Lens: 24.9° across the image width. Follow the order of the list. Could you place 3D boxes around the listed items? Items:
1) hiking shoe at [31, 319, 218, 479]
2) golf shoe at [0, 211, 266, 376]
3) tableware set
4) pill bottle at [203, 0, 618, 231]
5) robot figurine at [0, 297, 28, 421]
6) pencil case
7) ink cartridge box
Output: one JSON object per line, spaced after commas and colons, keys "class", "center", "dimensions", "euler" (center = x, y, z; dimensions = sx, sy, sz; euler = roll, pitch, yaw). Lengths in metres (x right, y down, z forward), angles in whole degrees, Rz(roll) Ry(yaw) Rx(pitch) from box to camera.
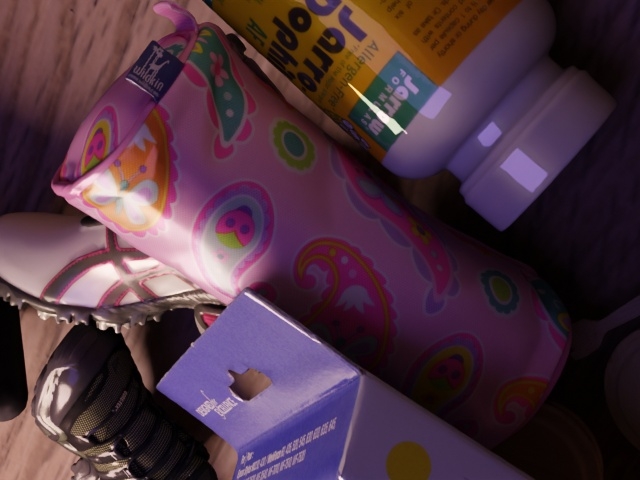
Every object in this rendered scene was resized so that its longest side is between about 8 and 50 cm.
{"class": "hiking shoe", "center": [-0.121, 0.135, 0.993], "dimensions": [0.114, 0.086, 0.227], "euler": [20, 149, 19]}
{"class": "golf shoe", "center": [-0.096, -0.001, 0.912], "dimensions": [0.272, 0.105, 0.120], "euler": [10, 108, 21]}
{"class": "tableware set", "center": [0.167, 0.106, 0.830], "dimensions": [0.194, 0.039, 0.128], "euler": [-34, 87, 37]}
{"class": "pill bottle", "center": [0.042, -0.105, 0.725], "dimensions": [0.208, 0.117, 0.117], "euler": [43, 132, 3]}
{"class": "robot figurine", "center": [-0.332, 0.073, 1.003], "dimensions": [0.209, 0.278, 0.173], "euler": [-24, 141, 4]}
{"class": "pencil case", "center": [0.000, 0.000, 0.766], "dimensions": [0.284, 0.124, 0.124], "euler": [37, 135, -18]}
{"class": "ink cartridge box", "center": [0.041, 0.166, 0.817], "dimensions": [0.307, 0.072, 0.303], "euler": [32, 160, -4]}
